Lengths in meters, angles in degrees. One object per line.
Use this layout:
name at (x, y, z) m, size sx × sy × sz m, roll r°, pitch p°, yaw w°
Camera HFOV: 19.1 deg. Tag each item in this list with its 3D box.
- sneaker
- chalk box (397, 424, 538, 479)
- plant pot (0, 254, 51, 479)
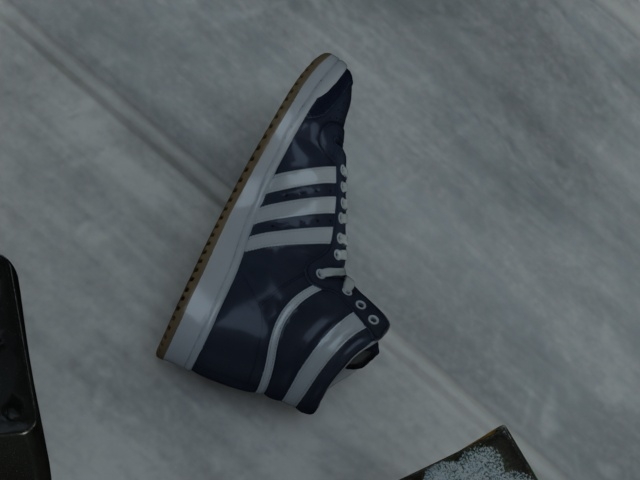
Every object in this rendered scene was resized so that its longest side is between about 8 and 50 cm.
sneaker at (0.000, 0.000, 1.464) m, size 0.153 × 0.099 × 0.282 m, roll 26°, pitch 69°, yaw 0°
chalk box at (0.101, 0.310, 1.320) m, size 0.180 × 0.179 × 0.289 m, roll -23°, pitch 77°, yaw -26°
plant pot at (-0.276, 0.100, 1.294) m, size 0.187 × 0.167 × 0.188 m, roll -5°, pitch 68°, yaw -21°
